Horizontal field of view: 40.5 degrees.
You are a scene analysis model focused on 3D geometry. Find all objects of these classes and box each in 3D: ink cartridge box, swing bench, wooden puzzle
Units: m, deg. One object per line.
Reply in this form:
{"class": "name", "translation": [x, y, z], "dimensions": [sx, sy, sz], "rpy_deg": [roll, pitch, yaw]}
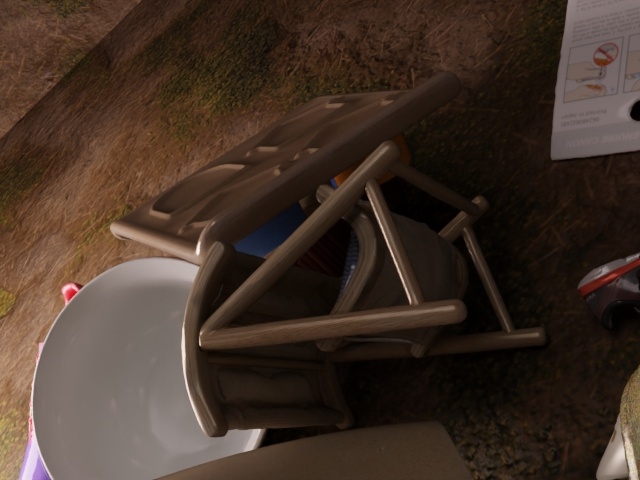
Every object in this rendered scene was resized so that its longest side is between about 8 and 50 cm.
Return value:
{"class": "ink cartridge box", "translation": [0.429, -0.266, 0.954], "dimensions": [0.308, 0.091, 0.385], "rpy_deg": [-4, 69, 43]}
{"class": "swing bench", "translation": [0.035, 0.062, 0.804], "dimensions": [0.254, 0.253, 0.165], "rpy_deg": [-28, 69, 21]}
{"class": "wooden puzzle", "translation": [-0.045, -0.066, 0.954], "dimensions": [0.322, 0.080, 0.348], "rpy_deg": [-34, 16, -21]}

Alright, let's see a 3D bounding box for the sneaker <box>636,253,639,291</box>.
{"class": "sneaker", "translation": [0.325, 0.094, 0.662], "dimensions": [0.088, 0.093, 0.225], "rpy_deg": [-33, 52, 39]}

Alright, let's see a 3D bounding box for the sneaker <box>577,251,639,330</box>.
{"class": "sneaker", "translation": [0.314, 0.034, 0.774], "dimensions": [0.158, 0.061, 0.065], "rpy_deg": [-29, 64, 24]}

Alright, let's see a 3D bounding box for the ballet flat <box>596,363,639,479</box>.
{"class": "ballet flat", "translation": [0.239, 0.193, 0.567], "dimensions": [0.123, 0.123, 0.348], "rpy_deg": [-14, 65, 36]}

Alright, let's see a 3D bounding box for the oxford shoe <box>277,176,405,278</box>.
{"class": "oxford shoe", "translation": [0.000, 0.000, 1.070], "dimensions": [0.130, 0.123, 0.348], "rpy_deg": [-15, 34, 41]}

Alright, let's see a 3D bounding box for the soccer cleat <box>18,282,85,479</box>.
{"class": "soccer cleat", "translation": [-0.367, 0.208, 1.222], "dimensions": [0.108, 0.116, 0.318], "rpy_deg": [-16, 44, 35]}

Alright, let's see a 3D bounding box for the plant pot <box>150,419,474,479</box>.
{"class": "plant pot", "translation": [0.004, 0.265, 0.711], "dimensions": [0.274, 0.256, 0.256], "rpy_deg": [-26, 36, -2]}

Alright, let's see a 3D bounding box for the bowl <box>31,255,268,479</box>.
{"class": "bowl", "translation": [-0.168, 0.173, 0.995], "dimensions": [0.298, 0.134, 0.298], "rpy_deg": [-5, 77, 20]}
